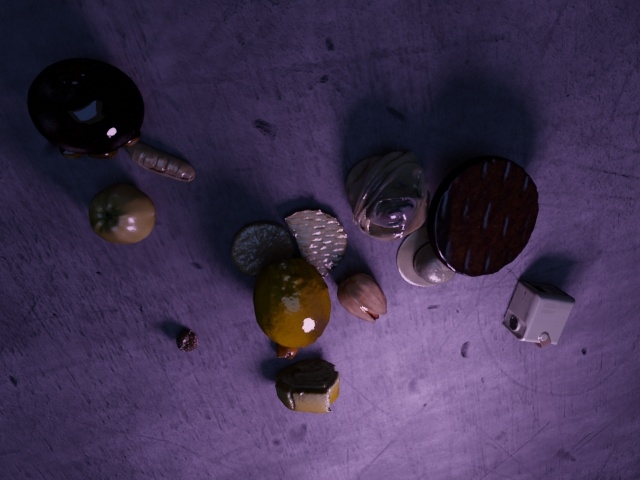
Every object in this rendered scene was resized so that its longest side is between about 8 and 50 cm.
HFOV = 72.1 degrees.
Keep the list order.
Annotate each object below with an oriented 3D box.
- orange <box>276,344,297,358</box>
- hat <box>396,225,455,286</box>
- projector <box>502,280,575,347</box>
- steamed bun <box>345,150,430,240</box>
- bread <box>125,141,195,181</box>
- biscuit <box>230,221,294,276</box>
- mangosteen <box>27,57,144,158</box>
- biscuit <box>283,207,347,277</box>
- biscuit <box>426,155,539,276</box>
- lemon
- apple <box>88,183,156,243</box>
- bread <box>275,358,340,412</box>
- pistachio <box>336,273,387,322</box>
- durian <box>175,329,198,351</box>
[{"bbox_3d":[-0.128,0.419,1.680,0.086,0.062,0.086,-4,111,-9],"label":"orange"},{"bbox_3d":[0.417,0.085,1.586,0.257,0.130,0.257,-4,114,-9],"label":"hat"},{"bbox_3d":[0.851,0.295,1.732,0.177,0.163,0.243,7,110,-11],"label":"projector"},{"bbox_3d":[0.226,-0.137,1.415,0.267,0.207,0.280,-18,113,-1],"label":"steamed bun"},{"bbox_3d":[-0.488,-0.233,1.339,0.214,0.053,0.073,22,112,-18],"label":"bread"},{"bbox_3d":[-0.198,0.035,1.515,0.219,0.033,0.220,-5,115,-11],"label":"biscuit"},{"bbox_3d":[-0.614,-0.331,1.186,0.274,0.275,0.302,-2,148,-8],"label":"mangosteen"},{"bbox_3d":[0.000,0.000,1.530,0.187,0.036,0.274,-19,115,0],"label":"biscuit"},{"bbox_3d":[0.533,-0.079,1.462,0.407,0.091,0.408,-5,109,-14],"label":"biscuit"},{"bbox_3d":[-0.099,0.201,1.472,0.285,0.285,0.316,-31,105,5],"label":"lemon"},{"bbox_3d":[-0.596,-0.079,1.322,0.199,0.200,0.200,-3,114,-8],"label":"apple"},{"bbox_3d":[-0.050,0.562,1.691,0.256,0.186,0.124,-7,119,2],"label":"bread"},{"bbox_3d":[0.158,0.211,1.588,0.157,0.157,0.229,-40,126,9],"label":"pistachio"},{"bbox_3d":[-0.480,0.361,1.590,0.080,0.080,0.091,21,106,-17],"label":"durian"}]
